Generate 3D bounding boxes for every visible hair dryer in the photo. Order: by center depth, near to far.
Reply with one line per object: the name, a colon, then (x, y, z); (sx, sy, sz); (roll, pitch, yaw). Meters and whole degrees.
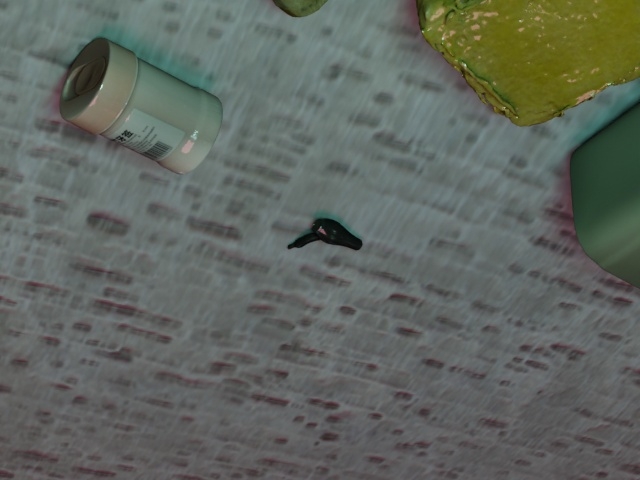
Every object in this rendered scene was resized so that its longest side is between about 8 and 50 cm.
hair dryer: (0.000, 0.000, 2.023); (0.083, 0.031, 0.079); (-16, 150, 36)

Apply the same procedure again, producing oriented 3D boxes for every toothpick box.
toothpick box: (-0.193, -0.143, 1.765); (0.149, 0.098, 0.098); (26, 132, -32)

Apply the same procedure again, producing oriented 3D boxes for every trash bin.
trash bin: (0.424, -0.076, 1.825); (0.220, 0.219, 0.250); (27, 138, -30)

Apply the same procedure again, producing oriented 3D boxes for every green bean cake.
green bean cake: (0.228, -0.242, 1.657); (0.230, 0.131, 0.224); (-30, 136, 24)

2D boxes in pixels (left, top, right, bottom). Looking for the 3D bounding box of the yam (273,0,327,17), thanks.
yam: (-0.080, -0.353, 1.533); (0.083, 0.083, 0.371); (-15, 139, 13)
